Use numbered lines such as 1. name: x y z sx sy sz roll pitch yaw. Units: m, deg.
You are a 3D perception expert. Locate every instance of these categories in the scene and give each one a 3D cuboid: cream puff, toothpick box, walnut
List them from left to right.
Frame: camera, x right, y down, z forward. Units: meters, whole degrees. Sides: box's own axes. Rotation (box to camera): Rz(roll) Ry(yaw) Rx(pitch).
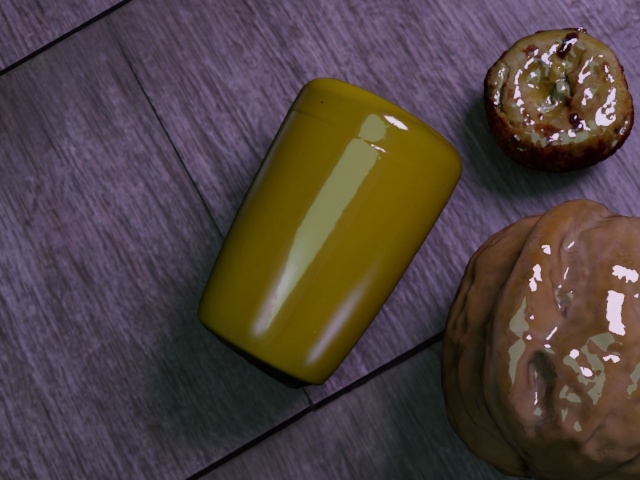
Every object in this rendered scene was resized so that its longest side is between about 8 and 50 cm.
1. toothpick box: 0.000 0.000 0.918 0.175 0.175 0.271 29 88 13
2. cream puff: 0.232 -0.134 0.949 0.149 0.084 0.149 -1 77 6
3. walnut: 0.217 0.085 0.844 0.224 0.257 0.257 2 78 42
